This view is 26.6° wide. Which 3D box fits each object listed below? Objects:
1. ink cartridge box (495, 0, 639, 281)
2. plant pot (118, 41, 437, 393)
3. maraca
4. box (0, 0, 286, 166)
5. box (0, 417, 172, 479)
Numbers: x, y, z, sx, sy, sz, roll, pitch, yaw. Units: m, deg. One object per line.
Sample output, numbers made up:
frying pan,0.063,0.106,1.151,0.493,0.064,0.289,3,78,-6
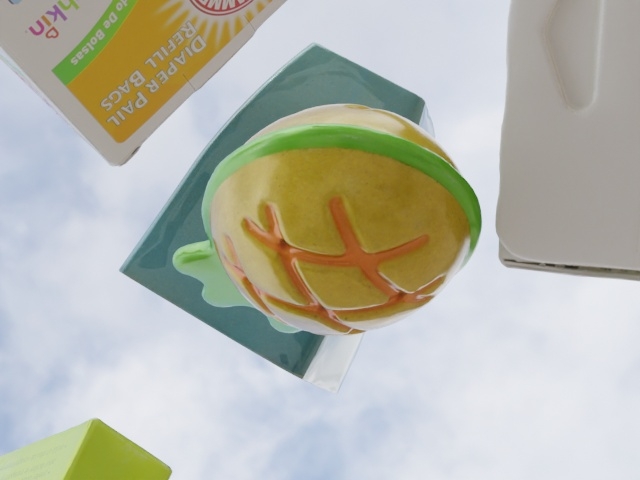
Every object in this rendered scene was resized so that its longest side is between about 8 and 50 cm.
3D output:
ink cartridge box,0.181,-0.124,0.704,0.306,0.131,0.226,-47,-40,-68
plant pot,-0.011,-0.023,1.082,0.234,0.165,0.165,-59,-15,-3
maraca,0.000,0.000,0.647,0.127,0.185,0.099,25,-124,-15
box,-0.102,-0.137,0.434,0.114,0.103,0.203,-44,-41,-6
box,-0.126,0.153,0.466,0.042,0.109,0.178,39,-126,-20
